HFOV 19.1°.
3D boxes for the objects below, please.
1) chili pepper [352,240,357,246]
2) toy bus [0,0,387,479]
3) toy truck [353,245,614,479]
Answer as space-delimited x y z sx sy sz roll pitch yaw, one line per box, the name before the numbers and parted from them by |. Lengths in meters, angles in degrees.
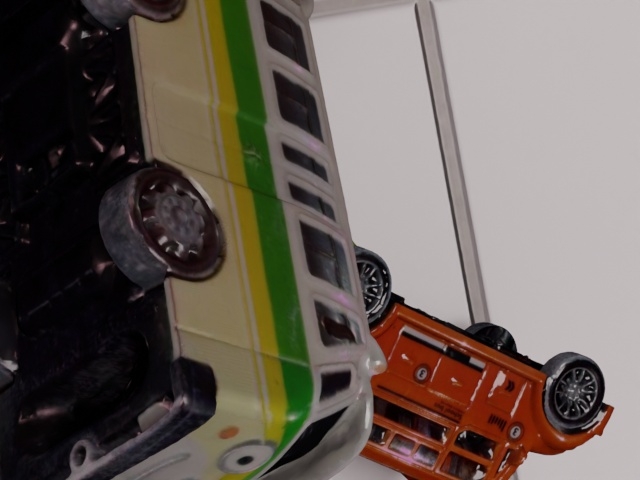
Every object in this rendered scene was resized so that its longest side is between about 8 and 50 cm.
chili pepper | 0.001 0.000 1.132 0.083 0.017 0.030 35 69 -31
toy bus | -0.076 -0.010 0.937 0.179 0.143 0.305 20 48 -42
toy truck | 0.045 0.079 1.104 0.252 0.107 0.114 27 86 -31
